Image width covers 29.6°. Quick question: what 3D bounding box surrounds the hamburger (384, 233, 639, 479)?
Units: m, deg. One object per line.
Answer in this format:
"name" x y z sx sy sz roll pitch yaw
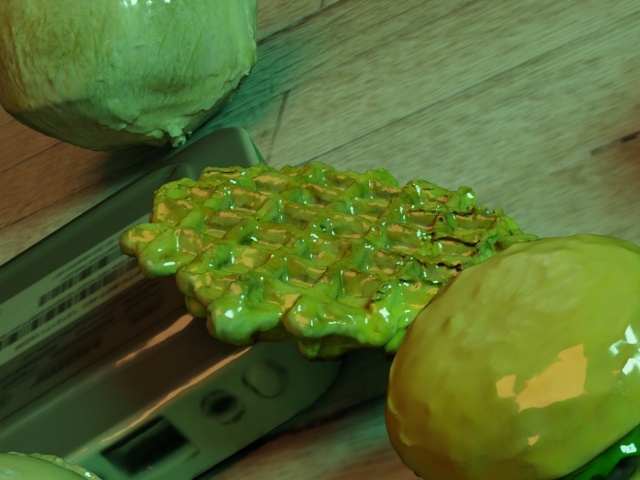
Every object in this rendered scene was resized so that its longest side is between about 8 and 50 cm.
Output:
"hamburger" 0.111 0.073 0.573 0.162 0.115 0.162 -29 28 17

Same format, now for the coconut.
"coconut" -0.205 -0.217 1.232 0.297 0.254 0.297 -11 15 3

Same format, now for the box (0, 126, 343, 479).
"box" -0.178 0.080 0.918 0.367 0.090 0.373 -33 26 4

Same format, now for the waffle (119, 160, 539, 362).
"waffle" 0.000 0.000 0.758 0.243 0.058 0.238 -5 27 -19

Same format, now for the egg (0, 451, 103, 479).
"egg" -0.170 0.193 0.654 0.201 0.164 0.164 2 45 48
